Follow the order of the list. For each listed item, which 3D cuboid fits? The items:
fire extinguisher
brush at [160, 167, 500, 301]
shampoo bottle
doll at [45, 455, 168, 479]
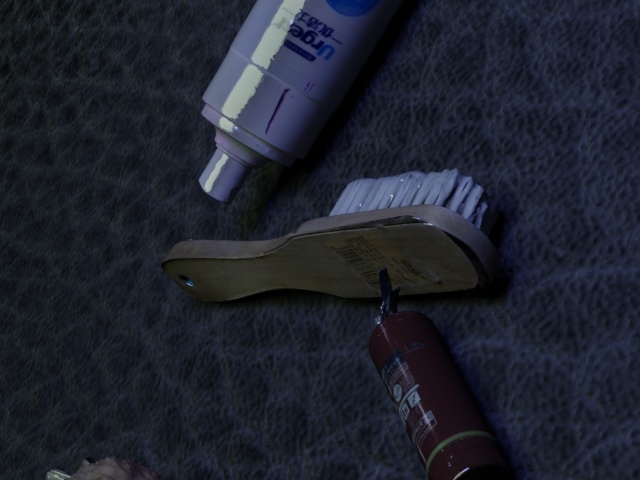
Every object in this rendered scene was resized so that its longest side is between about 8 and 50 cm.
[{"bbox_3d":[0.061,0.086,0.769,0.158,0.043,0.064,-115,16,-51],"label":"fire extinguisher"},{"bbox_3d":[0.000,0.000,0.899,0.327,0.070,0.065,-8,43,53],"label":"brush"},{"bbox_3d":[0.001,-0.161,0.974,0.303,0.092,0.092,-58,34,6],"label":"shampoo bottle"},{"bbox_3d":[-0.125,0.204,0.887,0.221,0.105,0.114,-122,22,-60],"label":"doll"}]
